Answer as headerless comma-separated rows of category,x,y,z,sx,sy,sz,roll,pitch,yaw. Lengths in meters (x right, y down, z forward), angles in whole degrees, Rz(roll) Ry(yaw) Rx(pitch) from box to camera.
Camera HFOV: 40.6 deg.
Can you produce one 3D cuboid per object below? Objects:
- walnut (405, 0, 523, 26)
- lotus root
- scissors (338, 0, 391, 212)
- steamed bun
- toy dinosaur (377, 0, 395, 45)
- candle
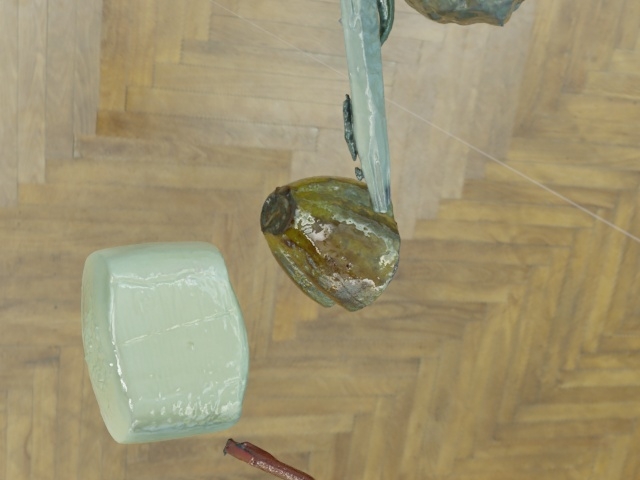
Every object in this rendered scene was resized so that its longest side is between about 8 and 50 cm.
walnut,0.162,-0.305,0.901,0.178,0.230,0.178,0,91,17
lotus root,-0.001,0.000,1.295,0.180,0.199,0.188,25,130,-33
scissors,0.012,-0.154,0.395,0.109,0.022,0.300,-36,126,-51
steamed bun,-0.202,0.128,1.106,0.199,0.154,0.250,-6,86,-32
toy dinosaur,0.033,-0.350,1.088,0.187,0.087,0.179,31,89,-26
candle,-0.041,0.271,1.013,0.026,0.167,0.021,-54,149,-31
